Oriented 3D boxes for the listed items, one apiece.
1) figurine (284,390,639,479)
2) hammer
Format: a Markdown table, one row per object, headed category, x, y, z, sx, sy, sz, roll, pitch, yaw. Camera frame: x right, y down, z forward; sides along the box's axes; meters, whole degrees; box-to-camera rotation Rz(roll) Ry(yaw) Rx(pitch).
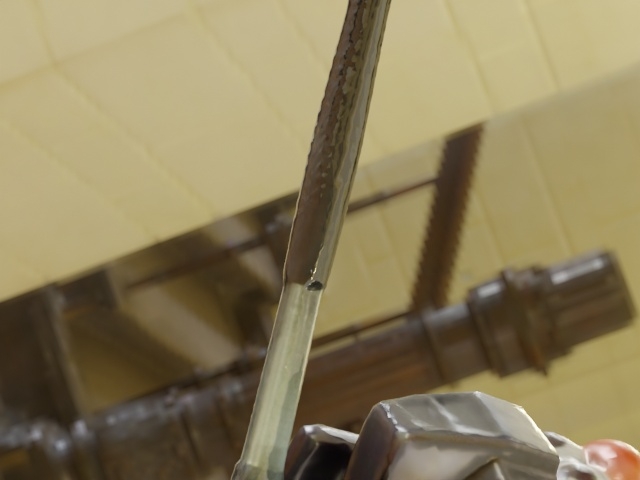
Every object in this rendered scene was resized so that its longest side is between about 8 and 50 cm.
| category | x | y | z | sx | sy | sz | roll | pitch | yaw |
| --- | --- | --- | --- | --- | --- | --- | --- | --- | --- |
| figurine | 0.111 | 0.152 | 0.735 | 0.308 | 0.309 | 0.143 | 46 | 59 | -71 |
| hammer | 0.000 | 0.000 | 0.690 | 0.103 | 0.029 | 0.246 | 6 | -98 | 68 |
